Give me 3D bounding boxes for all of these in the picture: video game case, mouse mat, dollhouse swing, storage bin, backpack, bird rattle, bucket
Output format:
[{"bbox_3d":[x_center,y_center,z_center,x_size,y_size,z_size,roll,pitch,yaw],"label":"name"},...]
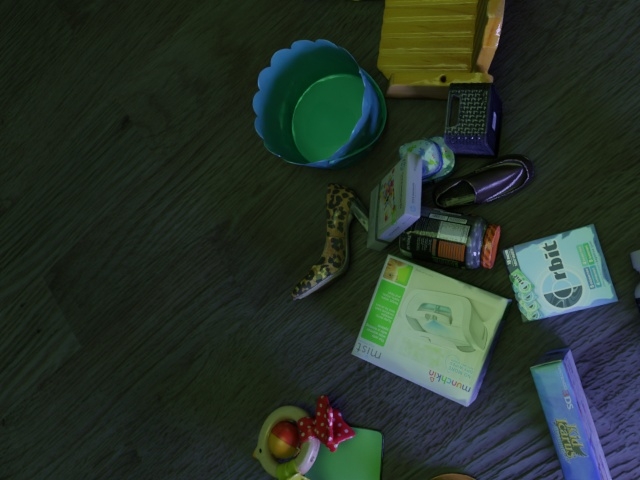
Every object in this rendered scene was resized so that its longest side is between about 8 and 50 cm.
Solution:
[{"bbox_3d":[0.459,0.341,1.153,0.061,0.244,0.269,-19,79,21],"label":"video game case"},{"bbox_3d":[0.050,0.493,1.444,0.190,0.007,0.152,3,87,22],"label":"mouse mat"},{"bbox_3d":[0.237,-0.492,1.283,0.315,0.305,0.347,7,89,23],"label":"dollhouse swing"},{"bbox_3d":[0.315,-0.241,1.295,0.084,0.180,0.122,6,88,22],"label":"storage bin"},{"bbox_3d":[0.235,-0.173,1.377,0.114,0.084,0.105,-15,82,18],"label":"backpack"},{"bbox_3d":[-0.059,0.455,1.427,0.207,0.143,0.253,21,91,40],"label":"bird rattle"},{"bbox_3d":[0.005,-0.291,1.430,0.281,0.183,0.281,-2,86,23],"label":"bucket"}]

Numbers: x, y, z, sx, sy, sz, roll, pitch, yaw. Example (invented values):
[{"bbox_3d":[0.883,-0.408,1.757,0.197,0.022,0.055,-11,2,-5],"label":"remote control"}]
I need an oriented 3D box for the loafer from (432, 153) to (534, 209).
[{"bbox_3d":[0.335,-0.109,1.322,0.220,0.078,0.080,-23,101,25],"label":"loafer"}]

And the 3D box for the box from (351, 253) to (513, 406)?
[{"bbox_3d":[0.233,0.181,1.329,0.262,0.127,0.231,22,93,22],"label":"box"}]

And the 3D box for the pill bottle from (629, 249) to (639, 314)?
[{"bbox_3d":[0.657,0.133,1.137,0.153,0.153,0.264,-17,79,21],"label":"pill bottle"}]

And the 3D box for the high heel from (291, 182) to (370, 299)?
[{"bbox_3d":[0.000,0.000,1.450,0.261,0.093,0.186,-38,78,-1],"label":"high heel"}]

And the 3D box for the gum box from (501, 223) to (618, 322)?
[{"bbox_3d":[0.477,0.068,1.278,0.184,0.041,0.157,-18,79,20],"label":"gum box"}]

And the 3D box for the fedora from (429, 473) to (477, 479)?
[{"bbox_3d":[0.275,0.578,1.302,0.194,0.079,0.194,-2,85,22],"label":"fedora"}]

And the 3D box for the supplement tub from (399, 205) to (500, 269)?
[{"bbox_3d":[0.271,-0.004,1.330,0.190,0.117,0.117,12,91,23],"label":"supplement tub"}]

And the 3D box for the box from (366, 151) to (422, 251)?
[{"bbox_3d":[0.154,-0.077,1.339,0.038,0.186,0.145,15,64,-16],"label":"box"}]
